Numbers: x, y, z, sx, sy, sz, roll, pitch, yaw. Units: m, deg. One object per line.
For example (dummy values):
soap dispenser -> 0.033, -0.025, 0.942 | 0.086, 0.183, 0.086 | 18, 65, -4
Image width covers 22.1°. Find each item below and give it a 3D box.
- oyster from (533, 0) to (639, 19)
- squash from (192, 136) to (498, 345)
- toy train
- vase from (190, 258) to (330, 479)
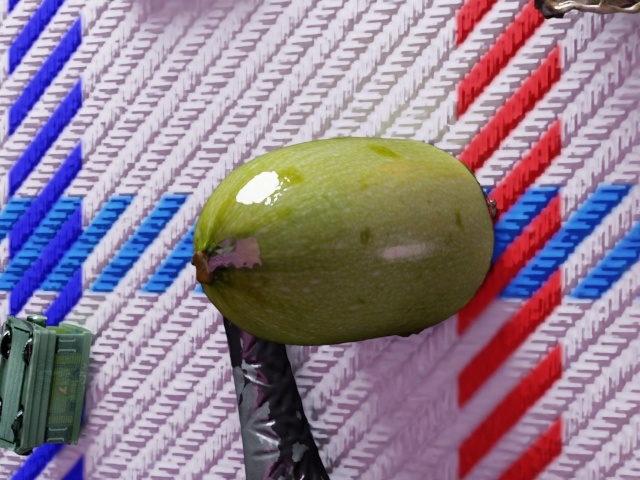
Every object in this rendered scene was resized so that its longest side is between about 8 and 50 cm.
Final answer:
oyster -> 0.179, -0.212, 0.846 | 0.214, 0.083, 0.223 | 16, 92, 25
squash -> 0.000, 0.000, 0.891 | 0.123, 0.186, 0.123 | 2, 93, 36
toy train -> -0.181, 0.093, 1.061 | 0.038, 0.056, 0.093 | 12, 96, 46
vase -> -0.033, 0.085, 0.978 | 0.059, 0.059, 0.167 | -17, 82, 28
